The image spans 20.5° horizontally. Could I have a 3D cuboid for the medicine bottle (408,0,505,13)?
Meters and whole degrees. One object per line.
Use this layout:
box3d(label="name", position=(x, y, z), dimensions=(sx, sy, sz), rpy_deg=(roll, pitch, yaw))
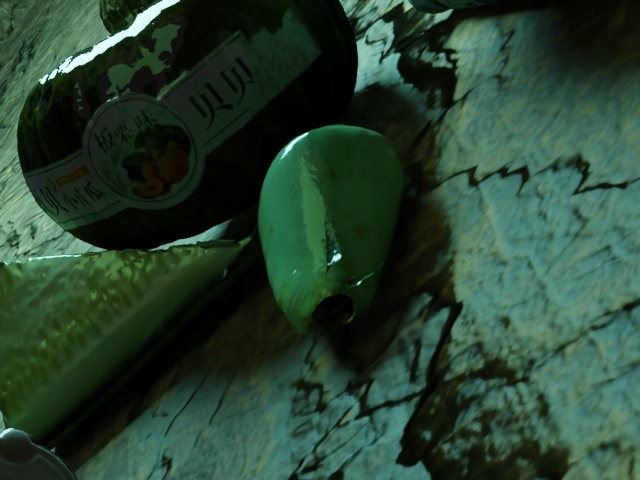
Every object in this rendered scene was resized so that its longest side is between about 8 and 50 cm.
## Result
box3d(label="medicine bottle", position=(0.112, -0.180, 1.164), dimensions=(0.051, 0.051, 0.191), rpy_deg=(-52, 17, -11))

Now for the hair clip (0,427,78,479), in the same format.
box3d(label="hair clip", position=(-0.207, 0.180, 1.080), dimensions=(0.138, 0.123, 0.102), rpy_deg=(-57, -1, -12))

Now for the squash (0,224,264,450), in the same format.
box3d(label="squash", position=(-0.141, 0.018, 1.250), dimensions=(0.252, 0.093, 0.169), rpy_deg=(-42, 63, 21))

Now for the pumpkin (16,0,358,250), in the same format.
box3d(label="pumpkin", position=(-0.100, -0.115, 1.255), dimensions=(0.260, 0.189, 0.260), rpy_deg=(-31, 12, 7))

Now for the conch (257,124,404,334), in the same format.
box3d(label="conch", position=(0.000, 0.000, 1.029), dimensions=(0.106, 0.079, 0.170), rpy_deg=(-54, 18, 37))
